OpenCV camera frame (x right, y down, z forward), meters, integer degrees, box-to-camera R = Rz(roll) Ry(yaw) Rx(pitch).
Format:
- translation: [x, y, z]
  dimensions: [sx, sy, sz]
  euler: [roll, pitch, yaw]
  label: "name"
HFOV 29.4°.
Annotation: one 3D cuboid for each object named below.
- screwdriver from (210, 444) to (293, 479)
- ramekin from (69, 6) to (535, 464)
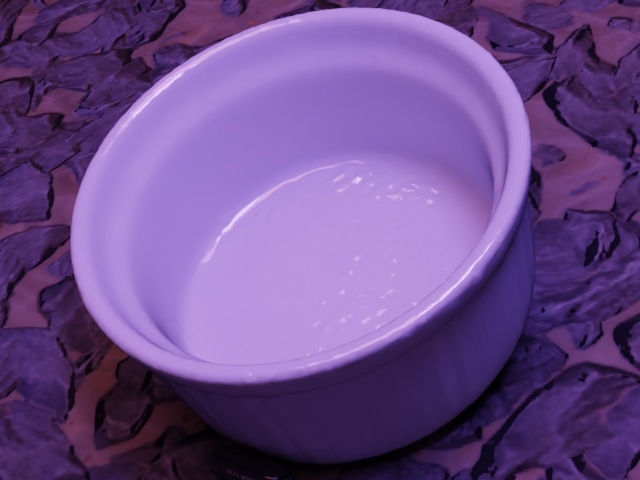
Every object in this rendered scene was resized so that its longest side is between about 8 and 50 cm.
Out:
- translation: [0.009, 0.149, 0.695]
  dimensions: [0.169, 0.024, 0.025]
  euler: [12, 75, 27]
  label: "screwdriver"
- translation: [0.000, 0.000, 0.750]
  dimensions: [0.277, 0.135, 0.277]
  euler: [-10, 50, 12]
  label: "ramekin"
